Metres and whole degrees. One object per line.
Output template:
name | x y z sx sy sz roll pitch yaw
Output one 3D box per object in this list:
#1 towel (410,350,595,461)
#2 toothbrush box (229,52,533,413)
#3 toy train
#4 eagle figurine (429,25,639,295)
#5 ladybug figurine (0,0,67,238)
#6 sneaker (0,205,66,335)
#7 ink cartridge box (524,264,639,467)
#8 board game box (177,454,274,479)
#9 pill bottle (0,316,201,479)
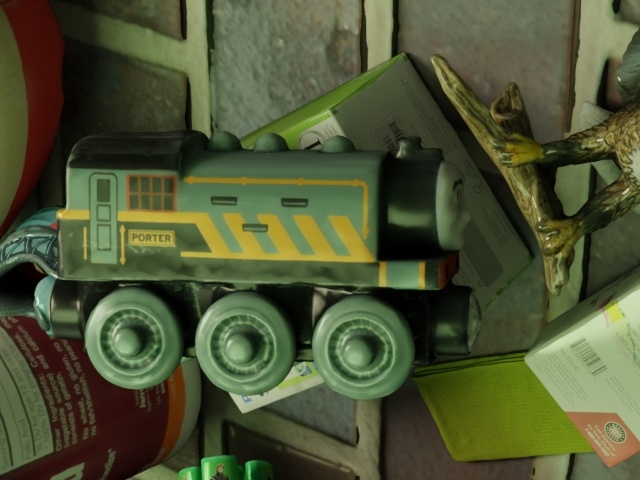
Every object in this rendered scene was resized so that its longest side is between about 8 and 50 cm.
towel | 0.188 0.141 1.636 0.237 0.021 0.102 -11 111 41
toothbrush box | 0.000 0.000 1.614 0.283 0.122 0.206 -23 102 45
toy train | -0.046 0.013 1.446 0.334 0.142 0.190 2 99 13
eagle figurine | 0.264 -0.081 1.330 0.298 0.225 0.226 -27 136 21
ladybug figurine | -0.357 -0.113 1.750 0.449 0.162 0.305 -41 71 47
sneaker | -0.178 0.048 1.608 0.262 0.125 0.104 6 121 37
ink cartridge box | 0.271 0.076 1.485 0.198 0.067 0.115 -35 95 34
board game box | -0.054 0.267 1.689 0.390 0.390 0.050 -27 61 44
pill bottle | -0.317 0.159 1.738 0.224 0.392 0.224 18 117 40
